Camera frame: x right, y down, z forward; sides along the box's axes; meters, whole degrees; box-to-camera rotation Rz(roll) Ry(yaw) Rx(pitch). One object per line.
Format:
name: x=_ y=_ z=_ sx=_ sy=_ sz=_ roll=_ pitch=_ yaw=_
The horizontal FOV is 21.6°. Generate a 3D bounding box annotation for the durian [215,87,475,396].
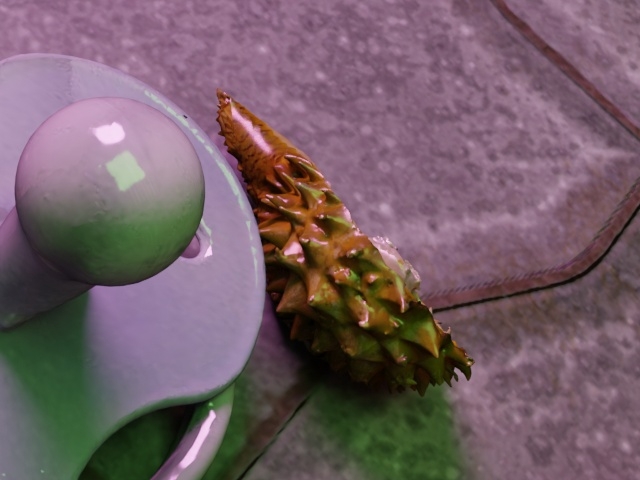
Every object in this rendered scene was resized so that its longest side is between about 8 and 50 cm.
durian: x=-0.007 y=0.008 z=0.970 sx=0.078 sy=0.140 sz=0.224 roll=-42 pitch=75 yaw=5

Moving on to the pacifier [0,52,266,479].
pacifier: x=-0.122 y=0.015 z=0.812 sx=0.299 sy=0.233 sz=0.244 roll=-36 pitch=86 yaw=-37
